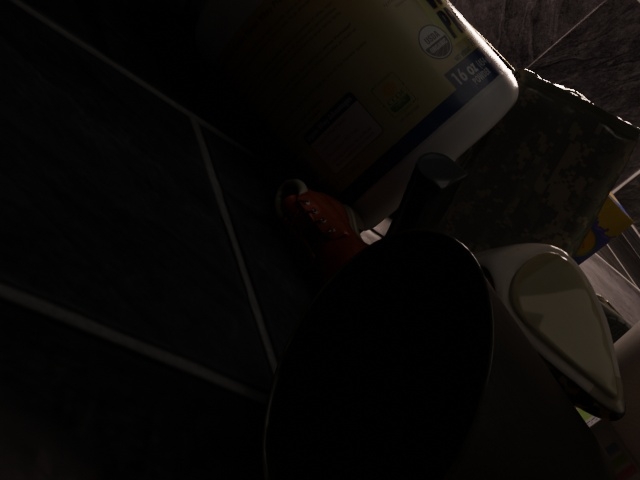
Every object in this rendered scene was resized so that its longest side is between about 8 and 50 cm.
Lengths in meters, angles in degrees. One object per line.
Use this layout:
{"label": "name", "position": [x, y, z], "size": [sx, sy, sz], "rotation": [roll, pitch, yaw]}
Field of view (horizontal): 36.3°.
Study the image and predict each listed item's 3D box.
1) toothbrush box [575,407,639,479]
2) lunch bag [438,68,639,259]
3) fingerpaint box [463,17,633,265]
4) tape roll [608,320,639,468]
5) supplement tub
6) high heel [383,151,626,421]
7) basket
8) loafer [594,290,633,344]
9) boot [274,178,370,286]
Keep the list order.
{"label": "toothbrush box", "position": [0.351, 0.257, 1.023], "size": [0.206, 0.122, 0.283], "rotation": [53, 21, 13]}
{"label": "lunch bag", "position": [0.245, -0.073, 1.169], "size": [0.169, 0.235, 0.287], "rotation": [28, 13, 5]}
{"label": "fingerpaint box", "position": [0.316, -0.205, 1.744], "size": [0.445, 0.163, 0.371], "rotation": [38, 21, -28]}
{"label": "tape roll", "position": [0.394, 0.229, 0.836], "size": [0.392, 0.072, 0.392], "rotation": [39, 16, -14]}
{"label": "supplement tub", "position": [0.019, -0.192, 0.981], "size": [0.316, 0.228, 0.228], "rotation": [49, 19, -1]}
{"label": "high heel", "position": [0.135, 0.075, 0.806], "size": [0.093, 0.186, 0.261], "rotation": [-18, 57, -29]}
{"label": "basket", "position": [0.093, 0.137, 0.643], "size": [0.227, 0.154, 0.204], "rotation": [41, 58, -41]}
{"label": "loafer", "position": [0.390, 0.111, 1.418], "size": [0.251, 0.094, 0.087], "rotation": [47, 24, -4]}
{"label": "boot", "position": [0.000, 0.000, 0.849], "size": [0.084, 0.059, 0.158], "rotation": [36, 15, -26]}
